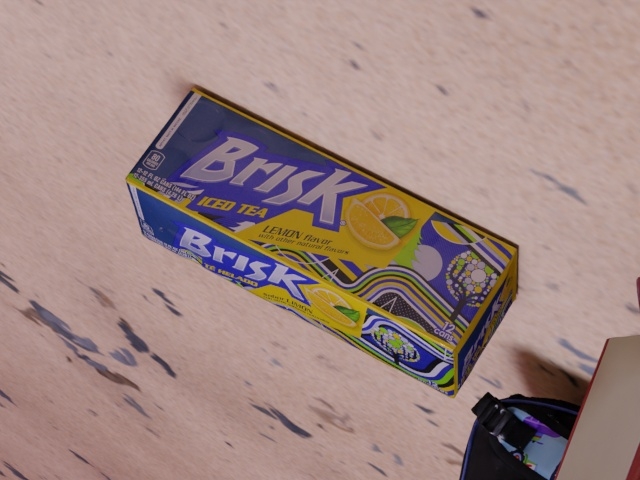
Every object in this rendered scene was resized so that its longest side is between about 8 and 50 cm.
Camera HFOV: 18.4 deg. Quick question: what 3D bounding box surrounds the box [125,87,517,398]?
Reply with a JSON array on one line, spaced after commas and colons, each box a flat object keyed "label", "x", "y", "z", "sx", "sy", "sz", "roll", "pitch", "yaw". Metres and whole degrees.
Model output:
[{"label": "box", "x": 0.000, "y": 0.000, "z": 0.873, "sx": 0.169, "sy": 0.059, "sz": 0.054, "roll": 27, "pitch": 157, "yaw": 17}]

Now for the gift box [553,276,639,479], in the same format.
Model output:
[{"label": "gift box", "x": 0.188, "y": 0.159, "z": 0.687, "sx": 0.276, "sy": 0.255, "sz": 0.258, "roll": 37, "pitch": 157, "yaw": -22}]

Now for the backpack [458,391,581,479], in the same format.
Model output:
[{"label": "backpack", "x": 0.144, "y": 0.162, "z": 0.907, "sx": 0.173, "sy": 0.158, "sz": 0.117, "roll": 9, "pitch": 159, "yaw": 27}]
